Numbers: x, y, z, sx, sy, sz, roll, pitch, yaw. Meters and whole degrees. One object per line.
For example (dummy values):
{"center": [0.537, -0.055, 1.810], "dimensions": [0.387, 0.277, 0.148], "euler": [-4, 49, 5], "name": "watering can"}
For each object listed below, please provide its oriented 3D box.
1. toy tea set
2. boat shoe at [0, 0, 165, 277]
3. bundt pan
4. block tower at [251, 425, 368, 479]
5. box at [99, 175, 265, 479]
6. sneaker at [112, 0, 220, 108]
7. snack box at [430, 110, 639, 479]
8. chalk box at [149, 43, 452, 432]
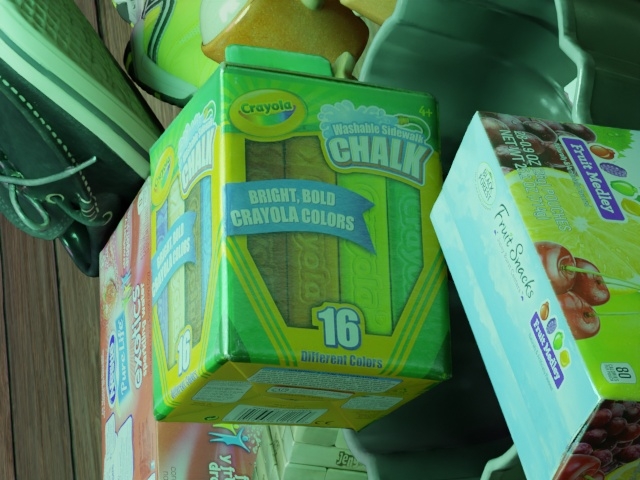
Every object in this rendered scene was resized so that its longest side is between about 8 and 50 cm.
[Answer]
{"center": [0.025, -0.203, 1.246], "dimensions": [0.336, 0.124, 0.200], "euler": [-50, 15, 15], "name": "toy tea set"}
{"center": [-0.217, -0.086, 1.597], "dimensions": [0.187, 0.156, 0.500], "euler": [58, 179, 20], "name": "boat shoe"}
{"center": [0.118, -0.003, 1.070], "dimensions": [0.331, 0.124, 0.331], "euler": [-173, 90, -68], "name": "bundt pan"}
{"center": [0.029, 0.077, 1.306], "dimensions": [0.091, 0.097, 0.335], "euler": [-111, 32, -65], "name": "block tower"}
{"center": [-0.090, 0.118, 1.538], "dimensions": [0.154, 0.142, 0.300], "euler": [130, 141, -55], "name": "box"}
{"center": [-0.093, -0.215, 1.649], "dimensions": [0.384, 0.145, 0.147], "euler": [55, 130, 54], "name": "sneaker"}
{"center": [0.169, 0.032, 0.812], "dimensions": [0.174, 0.207, 0.070], "euler": [-108, 32, -45], "name": "snack box"}
{"center": [-0.015, -0.014, 1.064], "dimensions": [0.132, 0.132, 0.213], "euler": [140, 131, -61], "name": "chalk box"}
